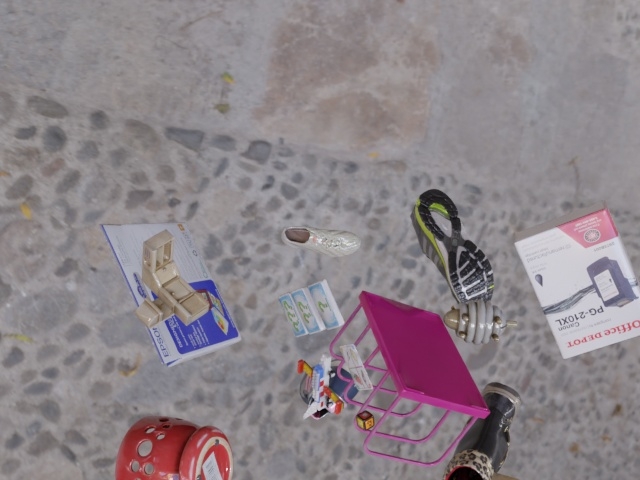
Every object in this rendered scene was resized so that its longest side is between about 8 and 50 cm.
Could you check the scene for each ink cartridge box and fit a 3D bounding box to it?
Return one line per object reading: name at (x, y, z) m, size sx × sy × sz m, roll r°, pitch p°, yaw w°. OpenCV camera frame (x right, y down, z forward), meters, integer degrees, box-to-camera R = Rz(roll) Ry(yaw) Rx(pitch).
ink cartridge box at (-0.322, 0.106, 1.687) m, size 0.304 × 0.072 × 0.307 m, roll 64°, pitch 24°, yaw 9°
ink cartridge box at (0.477, 0.072, 1.470) m, size 0.172 × 0.100 × 0.237 m, roll -22°, pitch 95°, yaw 20°

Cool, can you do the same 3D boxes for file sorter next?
file sorter at (0.159, 0.280, 1.625) m, size 0.202 × 0.291 × 0.182 m, roll 19°, pitch 117°, yaw -26°

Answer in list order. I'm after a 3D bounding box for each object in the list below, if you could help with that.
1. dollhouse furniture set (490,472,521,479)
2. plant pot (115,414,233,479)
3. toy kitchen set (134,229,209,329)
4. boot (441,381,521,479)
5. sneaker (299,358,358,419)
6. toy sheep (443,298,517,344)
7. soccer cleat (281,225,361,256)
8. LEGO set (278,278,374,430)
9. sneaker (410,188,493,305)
dollhouse furniture set at (0.195, 0.245, 0.675) m, size 0.081 × 0.091 × 0.114 m, roll -17°, pitch 99°, yaw -36°
plant pot at (-0.275, 0.443, 1.591) m, size 0.191 × 0.174 × 0.191 m, roll -3°, pitch 90°, yaw -66°
toy kitchen set at (-0.177, 0.051, 0.920) m, size 0.068 × 0.083 × 0.075 m, roll -34°, pitch 154°, yaw -35°
boot at (0.406, 0.582, 2.110) m, size 0.284 × 0.138 × 0.377 m, roll -51°, pitch 158°, yaw -45°
sneaker at (-0.003, 0.382, 1.995) m, size 0.112 × 0.319 × 0.131 m, roll 40°, pitch 62°, yaw 0°
toy sheep at (0.284, 0.146, 1.445) m, size 0.132 × 0.091 × 0.091 m, roll 9°, pitch 100°, yaw 1°
soccer cleat at (0.000, 0.000, 1.981) m, size 0.196 × 0.076 × 0.068 m, roll 5°, pitch 78°, yaw 7°
LEGO set at (0.000, 0.195, 1.302) m, size 0.060 × 0.182 × 0.244 m, roll -24°, pitch 89°, yaw -29°
sneaker at (0.299, 0.030, 1.868) m, size 0.111 × 0.121 × 0.300 m, roll -22°, pitch 84°, yaw -15°
